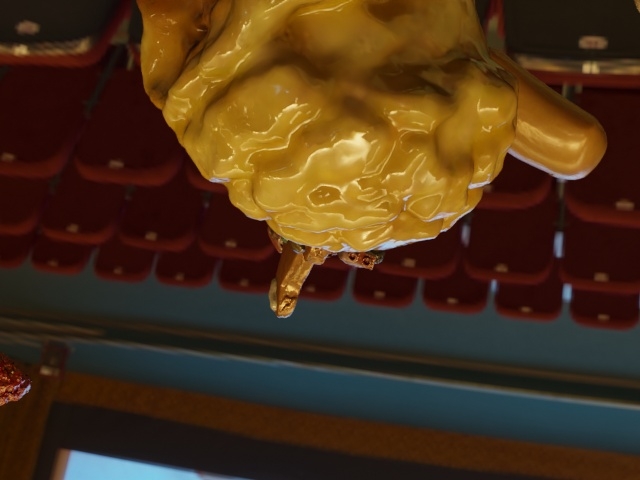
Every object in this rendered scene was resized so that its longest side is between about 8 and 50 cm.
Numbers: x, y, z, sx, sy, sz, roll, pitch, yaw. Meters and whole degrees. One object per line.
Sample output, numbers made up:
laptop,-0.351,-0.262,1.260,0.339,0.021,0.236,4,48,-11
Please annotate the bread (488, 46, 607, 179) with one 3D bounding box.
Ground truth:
bread,0.273,-0.160,1.428,0.217,0.098,0.147,38,178,20

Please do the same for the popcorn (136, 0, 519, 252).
popcorn,0.031,-0.173,0.900,0.349,0.349,0.382,25,113,-36

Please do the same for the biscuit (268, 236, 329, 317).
biscuit,-0.007,-0.054,1.463,0.047,0.216,0.340,15,146,-11

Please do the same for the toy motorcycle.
toy motorcycle,0.000,0.000,1.787,0.212,0.084,0.118,20,-161,7

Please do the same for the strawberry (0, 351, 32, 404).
strawberry,-0.639,0.260,1.982,0.228,0.174,0.098,32,151,-26

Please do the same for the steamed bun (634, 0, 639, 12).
steamed bun,0.567,-0.380,1.675,0.183,0.183,0.106,21,134,-30
